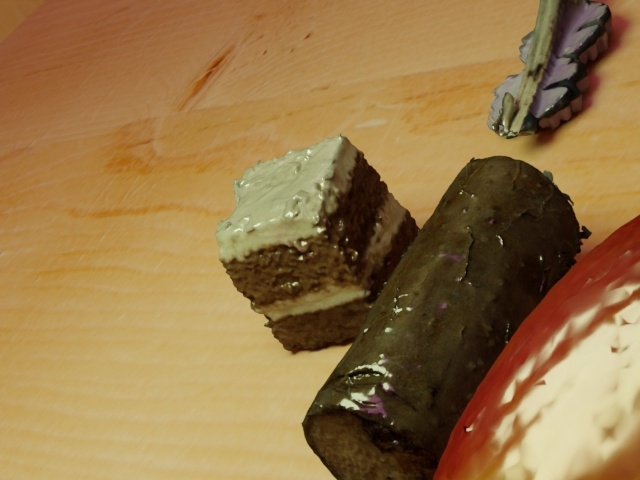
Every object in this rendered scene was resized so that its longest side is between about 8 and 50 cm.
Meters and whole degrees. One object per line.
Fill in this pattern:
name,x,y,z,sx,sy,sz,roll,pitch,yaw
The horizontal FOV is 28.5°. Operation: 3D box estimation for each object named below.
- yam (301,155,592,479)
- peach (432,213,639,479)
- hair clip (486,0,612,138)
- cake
yam,0.101,0.062,0.956,0.131,0.131,0.279,-1,42,43
peach,0.197,0.147,0.509,0.290,0.372,0.372,26,59,26
hair clip,0.231,-0.192,1.270,0.106,0.084,0.292,-5,44,32
cake,0.000,0.000,1.119,0.134,0.147,0.135,-14,32,29
